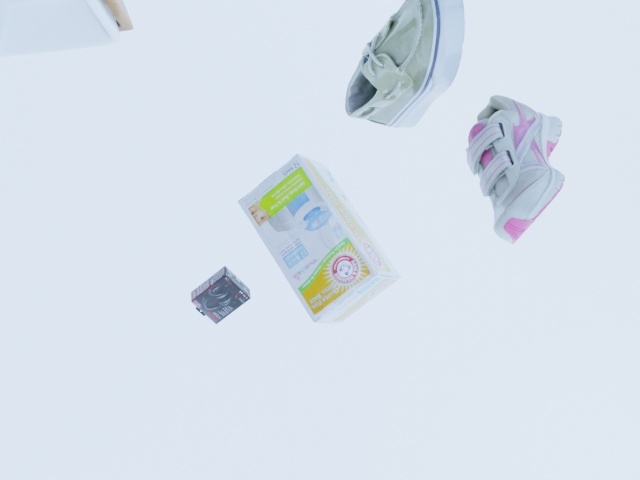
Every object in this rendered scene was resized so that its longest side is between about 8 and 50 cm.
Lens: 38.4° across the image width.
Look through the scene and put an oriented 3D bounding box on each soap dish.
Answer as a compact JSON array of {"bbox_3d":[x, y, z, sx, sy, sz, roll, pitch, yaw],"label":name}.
[{"bbox_3d":[-0.407,-0.366,1.251,0.291,0.228,0.118,69,-163,-75],"label":"soap dish"}]

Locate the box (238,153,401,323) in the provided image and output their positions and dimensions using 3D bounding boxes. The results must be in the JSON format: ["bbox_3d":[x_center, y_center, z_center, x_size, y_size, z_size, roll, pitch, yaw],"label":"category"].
[{"bbox_3d":[0.000,0.000,1.250,0.203,0.114,0.103,57,-164,16],"label":"box"}]

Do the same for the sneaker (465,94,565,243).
[{"bbox_3d":[0.231,-0.094,1.150,0.111,0.103,0.252,28,-143,-9],"label":"sneaker"}]

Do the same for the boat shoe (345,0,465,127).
[{"bbox_3d":[0.097,-0.212,1.112,0.094,0.302,0.109,-5,-109,-10],"label":"boat shoe"}]

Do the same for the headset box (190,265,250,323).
[{"bbox_3d":[-0.164,0.090,1.478,0.062,0.083,0.032,47,-167,-27],"label":"headset box"}]
